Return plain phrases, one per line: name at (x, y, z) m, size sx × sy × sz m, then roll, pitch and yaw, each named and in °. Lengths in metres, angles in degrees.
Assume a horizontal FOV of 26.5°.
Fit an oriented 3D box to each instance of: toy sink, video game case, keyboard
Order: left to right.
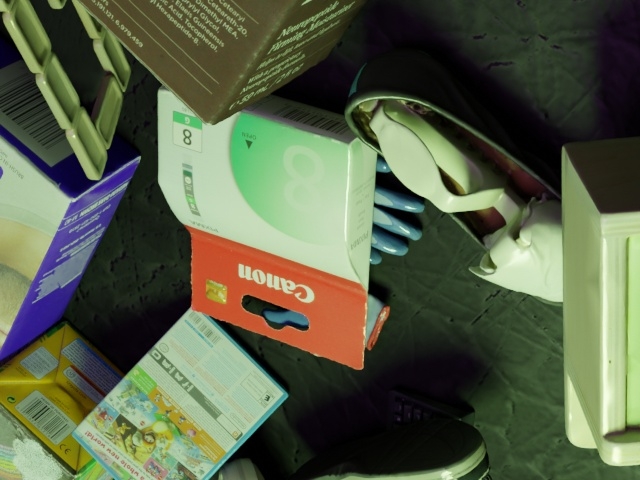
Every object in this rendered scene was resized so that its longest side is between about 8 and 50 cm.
video game case at (-0.126, 0.156, 1.223) m, size 0.119 × 0.015 × 0.166 m, roll 44°, pitch 94°, yaw 5°
keyboard at (0.100, 0.216, 1.163) m, size 0.108 × 0.023 × 0.180 m, roll 16°, pitch 123°, yaw 26°
toy sink at (0.242, 0.060, 0.875) m, size 0.153 × 0.131 × 0.234 m, roll -4°, pitch 115°, yaw 0°

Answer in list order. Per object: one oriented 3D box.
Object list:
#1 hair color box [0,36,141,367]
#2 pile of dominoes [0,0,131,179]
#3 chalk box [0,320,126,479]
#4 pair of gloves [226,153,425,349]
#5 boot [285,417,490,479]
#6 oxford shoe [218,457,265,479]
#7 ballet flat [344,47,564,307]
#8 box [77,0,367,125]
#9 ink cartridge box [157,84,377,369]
hair color box at (-0.319, -0.002, 1.269) m, size 0.185 × 0.110 × 0.339 m, roll 40°, pitch 131°, yaw 8°
pile of dominoes at (-0.197, -0.195, 0.989) m, size 0.040 × 0.196 × 0.251 m, roll -1°, pitch 143°, yaw 14°
chalk box at (-0.278, 0.211, 1.340) m, size 0.132 × 0.132 × 0.213 m, roll 41°, pitch 131°, yaw 7°
pair of gloves at (0.000, 0.000, 1.114) m, size 0.159 × 0.023 × 0.198 m, roll 29°, pitch 126°, yaw 20°
boot at (0.084, 0.247, 1.120) m, size 0.236 × 0.085 × 0.178 m, roll -23°, pitch 99°, yaw 51°
oxford shoe at (0.027, 0.396, 1.249) m, size 0.169 × 0.130 × 0.449 m, roll 168°, pitch 77°, yaw -83°
ballet flat at (0.124, -0.023, 0.971) m, size 0.280 × 0.096 × 0.095 m, roll 40°, pitch 129°, yaw 9°
box at (-0.046, -0.222, 0.929) m, size 0.167 × 0.168 × 0.203 m, roll 45°, pitch 130°, yaw 6°
ink cartridge box at (-0.046, -0.007, 1.095) m, size 0.181 × 0.056 × 0.225 m, roll 18°, pitch 119°, yaw 27°
